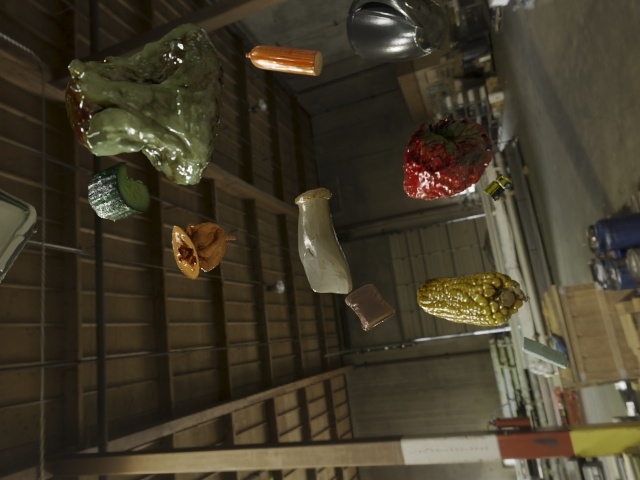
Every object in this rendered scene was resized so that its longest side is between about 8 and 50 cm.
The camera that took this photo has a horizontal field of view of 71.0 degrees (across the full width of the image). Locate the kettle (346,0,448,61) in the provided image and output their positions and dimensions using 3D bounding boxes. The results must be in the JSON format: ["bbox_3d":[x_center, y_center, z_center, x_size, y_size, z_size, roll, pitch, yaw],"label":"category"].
[{"bbox_3d":[0.219,-0.632,1.293,0.268,0.290,0.207,21,-79,-42],"label":"kettle"}]

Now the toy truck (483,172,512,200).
[{"bbox_3d":[0.568,-0.172,1.427,0.054,0.083,0.049,42,-159,6],"label":"toy truck"}]

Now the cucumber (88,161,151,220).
[{"bbox_3d":[-0.689,-0.158,1.557,0.191,0.130,0.191,-15,-90,-69],"label":"cucumber"}]

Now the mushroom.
[{"bbox_3d":[-0.002,0.007,0.982,0.108,0.096,0.247,130,130,-65],"label":"mushroom"}]

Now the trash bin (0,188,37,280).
[{"bbox_3d":[-0.889,-0.036,0.999,0.296,0.256,0.368,-62,-14,-12],"label":"trash bin"}]

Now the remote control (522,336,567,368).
[{"bbox_3d":[0.812,0.404,1.622,0.029,0.162,0.061,101,-165,-46],"label":"remote control"}]

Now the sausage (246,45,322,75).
[{"bbox_3d":[-0.151,-0.713,1.764,0.093,0.312,0.093,14,-90,-73],"label":"sausage"}]

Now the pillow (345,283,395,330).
[{"bbox_3d":[0.181,0.240,1.665,0.034,0.135,0.211,62,175,-34],"label":"pillow"}]

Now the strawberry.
[{"bbox_3d":[0.373,-0.228,1.356,0.261,0.261,0.258,-82,-14,-45],"label":"strawberry"}]

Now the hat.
[{"bbox_3d":[-0.449,0.024,1.825,0.233,0.244,0.233,-18,-113,-35],"label":"hat"}]

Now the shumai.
[{"bbox_3d":[-0.427,-0.336,1.076,0.323,0.324,0.397,-1,-98,-30],"label":"shumai"}]

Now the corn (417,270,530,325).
[{"bbox_3d":[0.286,0.121,0.915,0.313,0.102,0.102,146,116,-74],"label":"corn"}]
